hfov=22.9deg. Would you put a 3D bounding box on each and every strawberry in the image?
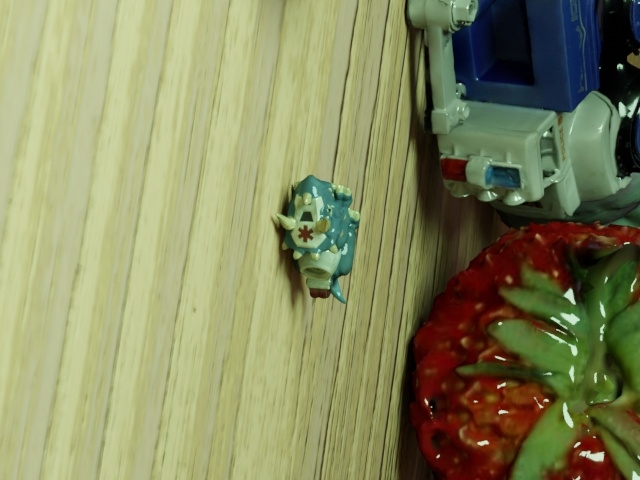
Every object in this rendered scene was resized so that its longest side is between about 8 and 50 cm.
[{"bbox_3d":[0.196,0.097,1.153,0.257,0.261,0.261,40,56,-78],"label":"strawberry"}]

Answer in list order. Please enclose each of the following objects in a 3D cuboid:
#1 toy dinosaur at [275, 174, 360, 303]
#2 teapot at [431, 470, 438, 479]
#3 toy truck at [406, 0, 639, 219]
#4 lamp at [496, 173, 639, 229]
[{"bbox_3d":[0.000,0.000,0.787,0.083,0.031,0.047,68,31,-60],"label":"toy dinosaur"},{"bbox_3d":[0.133,0.264,1.267,0.178,0.135,0.252,-21,98,-43],"label":"teapot"},{"bbox_3d":[0.143,-0.111,1.106,0.177,0.161,0.213,-45,134,-44],"label":"toy truck"},{"bbox_3d":[0.235,-0.046,1.432,0.247,0.247,0.301,-53,155,-3],"label":"lamp"}]
